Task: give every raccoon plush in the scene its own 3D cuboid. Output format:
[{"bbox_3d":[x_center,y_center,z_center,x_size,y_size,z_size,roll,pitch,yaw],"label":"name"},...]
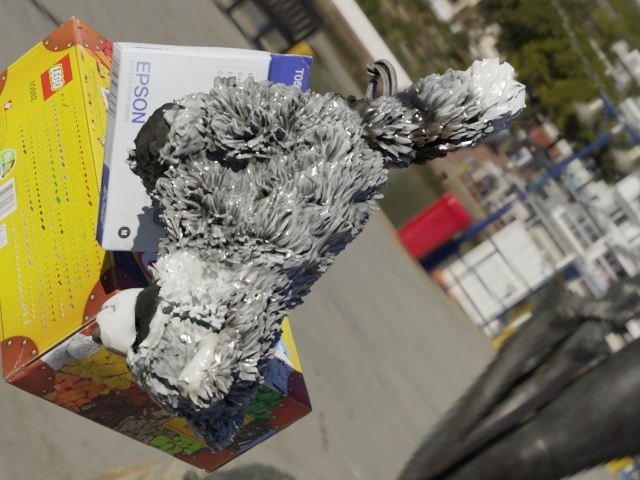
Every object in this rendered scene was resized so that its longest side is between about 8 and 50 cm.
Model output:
[{"bbox_3d":[0.000,0.000,1.169,0.216,0.446,0.299,50,22,-57],"label":"raccoon plush"}]

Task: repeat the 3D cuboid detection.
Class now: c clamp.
[{"bbox_3d":[0.055,-0.138,1.433,0.022,0.161,0.137,6,33,-14],"label":"c clamp"}]

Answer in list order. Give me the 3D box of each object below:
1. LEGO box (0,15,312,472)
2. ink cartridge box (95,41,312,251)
[{"bbox_3d":[-0.241,0.007,1.685,0.372,0.193,0.500,35,29,-45],"label":"LEGO box"},{"bbox_3d":[-0.119,-0.094,1.348,0.045,0.223,0.223,-137,-130,-59],"label":"ink cartridge box"}]
